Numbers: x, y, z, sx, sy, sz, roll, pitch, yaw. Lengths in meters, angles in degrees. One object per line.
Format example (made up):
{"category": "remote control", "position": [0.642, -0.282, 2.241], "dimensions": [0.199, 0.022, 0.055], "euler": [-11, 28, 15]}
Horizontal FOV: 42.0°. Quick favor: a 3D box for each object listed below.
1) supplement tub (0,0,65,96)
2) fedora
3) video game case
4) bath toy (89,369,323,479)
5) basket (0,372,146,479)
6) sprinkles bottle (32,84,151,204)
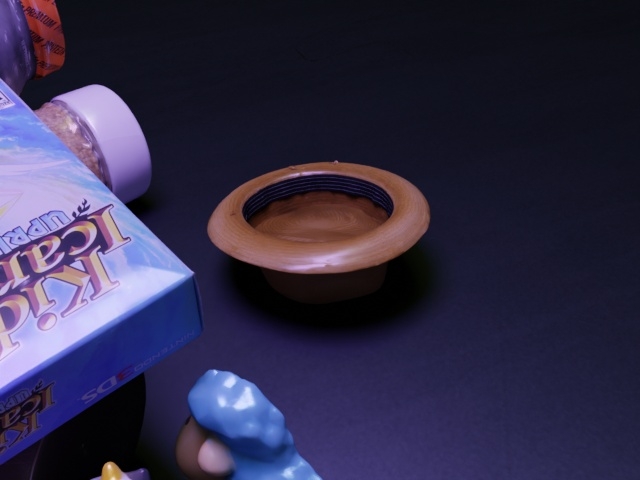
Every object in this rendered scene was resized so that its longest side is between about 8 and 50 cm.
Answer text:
{"category": "supplement tub", "position": [-0.402, -0.166, 0.725], "dimensions": [0.316, 0.193, 0.194], "euler": [-30, 43, -28]}
{"category": "fedora", "position": [0.000, 0.000, 0.722], "dimensions": [0.194, 0.079, 0.194], "euler": [-6, 31, 4]}
{"category": "video game case", "position": [-0.245, 0.029, 0.463], "dimensions": [0.269, 0.061, 0.244], "euler": [-33, 58, -27]}
{"category": "bath toy", "position": [-0.123, 0.214, 0.380], "dimensions": [0.151, 0.129, 0.348], "euler": [17, 40, 25]}
{"category": "basket", "position": [-0.243, 0.102, 0.534], "dimensions": [0.227, 0.154, 0.204], "euler": [14, 42, 16]}
{"category": "sprinkles bottle", "position": [-0.328, -0.029, 0.742], "dimensions": [0.355, 0.121, 0.121], "euler": [-30, 44, -34]}
